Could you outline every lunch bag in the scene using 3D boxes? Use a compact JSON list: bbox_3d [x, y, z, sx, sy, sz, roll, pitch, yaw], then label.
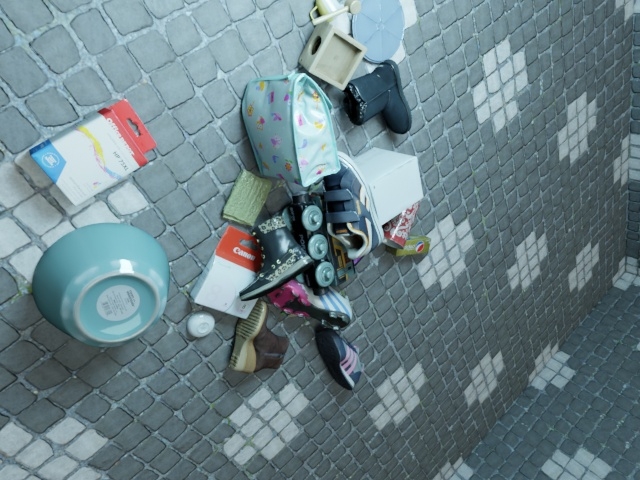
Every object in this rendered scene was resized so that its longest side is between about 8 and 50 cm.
[{"bbox_3d":[-0.081,-0.295,1.101,0.160,0.224,0.262,-29,121,-30],"label":"lunch bag"}]

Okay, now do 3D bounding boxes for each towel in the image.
[{"bbox_3d":[-0.208,-0.119,1.208,0.110,0.027,0.148,21,97,-38],"label":"towel"}]

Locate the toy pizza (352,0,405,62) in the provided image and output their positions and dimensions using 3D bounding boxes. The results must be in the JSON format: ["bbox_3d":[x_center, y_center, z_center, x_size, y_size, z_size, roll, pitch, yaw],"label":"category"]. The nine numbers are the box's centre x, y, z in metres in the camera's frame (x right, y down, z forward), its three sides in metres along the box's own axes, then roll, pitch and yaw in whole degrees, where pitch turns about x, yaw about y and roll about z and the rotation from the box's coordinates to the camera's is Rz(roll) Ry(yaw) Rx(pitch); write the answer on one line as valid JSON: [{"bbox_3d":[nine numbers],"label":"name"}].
[{"bbox_3d":[0.170,-0.636,1.267,0.202,0.032,0.201,-15,118,-31],"label":"toy pizza"}]

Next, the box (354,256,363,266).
[{"bbox_3d":[0.104,0.010,1.484,0.116,0.029,0.162,-47,127,-11],"label":"box"}]

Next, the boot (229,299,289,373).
[{"bbox_3d":[-0.178,0.312,1.388,0.207,0.090,0.248,15,98,-51],"label":"boot"}]

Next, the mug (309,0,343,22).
[{"bbox_3d":[0.015,-0.623,1.144,0.078,0.062,0.064,-51,122,-18],"label":"mug"}]

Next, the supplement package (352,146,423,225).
[{"bbox_3d":[0.177,-0.176,1.348,0.194,0.203,0.149,-32,124,-21],"label":"supplement package"}]

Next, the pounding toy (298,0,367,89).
[{"bbox_3d":[0.029,-0.543,1.135,0.181,0.094,0.206,13,121,-38],"label":"pounding toy"}]

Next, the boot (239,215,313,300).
[{"bbox_3d":[-0.161,0.054,1.244,0.237,0.178,0.085,-32,168,5],"label":"boot"}]

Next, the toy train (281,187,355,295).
[{"bbox_3d":[0.000,0.000,1.326,0.190,0.142,0.333,-24,108,-41],"label":"toy train"}]

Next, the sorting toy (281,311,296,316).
[{"bbox_3d":[-0.094,0.229,1.441,0.084,0.012,0.061,0,106,-36],"label":"sorting toy"}]

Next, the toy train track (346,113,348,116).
[{"bbox_3d":[0.108,-0.420,1.322,0.048,0.014,0.083,37,85,-40],"label":"toy train track"}]

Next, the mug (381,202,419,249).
[{"bbox_3d":[0.266,-0.075,1.511,0.150,0.113,0.169,32,80,-36],"label":"mug"}]

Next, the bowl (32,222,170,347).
[{"bbox_3d":[-0.495,0.128,1.015,0.312,0.163,0.311,-14,117,-30],"label":"bowl"}]

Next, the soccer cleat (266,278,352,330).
[{"bbox_3d":[-0.040,0.184,1.414,0.332,0.143,0.116,29,126,-22],"label":"soccer cleat"}]

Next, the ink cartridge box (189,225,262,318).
[{"bbox_3d":[-0.245,0.099,1.254,0.189,0.066,0.232,29,94,-39],"label":"ink cartridge box"}]

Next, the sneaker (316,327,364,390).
[{"bbox_3d":[0.081,0.416,1.601,0.131,0.112,0.318,-46,133,-34],"label":"sneaker"}]

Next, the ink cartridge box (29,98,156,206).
[{"bbox_3d":[-0.485,-0.199,0.942,0.231,0.078,0.134,-39,126,-18],"label":"ink cartridge box"}]

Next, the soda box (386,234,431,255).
[{"bbox_3d":[0.339,0.017,1.638,0.182,0.058,0.061,-4,110,-34],"label":"soda box"}]

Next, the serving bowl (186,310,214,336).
[{"bbox_3d":[-0.349,0.250,1.255,0.084,0.027,0.083,-14,115,-32],"label":"serving bowl"}]

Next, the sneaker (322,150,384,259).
[{"bbox_3d":[0.077,-0.092,1.225,0.127,0.126,0.320,-41,113,-34],"label":"sneaker"}]

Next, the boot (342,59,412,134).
[{"bbox_3d":[0.170,-0.400,1.307,0.207,0.094,0.246,-40,128,-25],"label":"boot"}]
